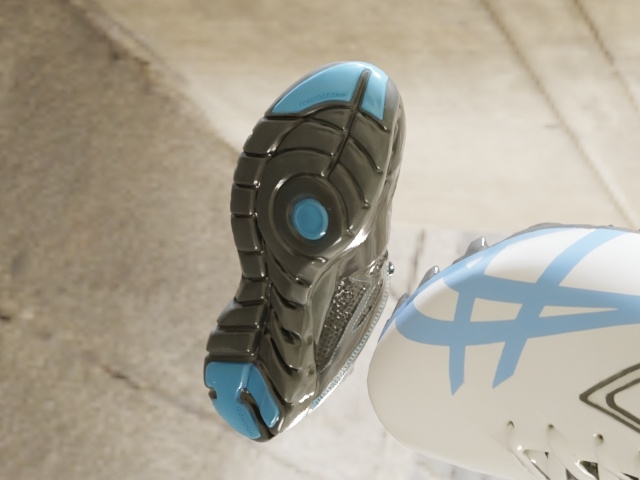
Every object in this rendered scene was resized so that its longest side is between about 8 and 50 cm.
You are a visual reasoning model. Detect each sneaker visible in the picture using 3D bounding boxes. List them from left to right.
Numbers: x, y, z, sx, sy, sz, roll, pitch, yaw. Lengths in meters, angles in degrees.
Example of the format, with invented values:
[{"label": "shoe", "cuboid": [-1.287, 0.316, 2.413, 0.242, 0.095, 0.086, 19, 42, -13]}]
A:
[{"label": "sneaker", "cuboid": [0.000, 0.000, 1.363, 0.140, 0.125, 0.340, -22, 139, -50]}, {"label": "sneaker", "cuboid": [0.096, 0.047, 0.406, 0.085, 0.237, 0.086, 44, 60, -33]}]
